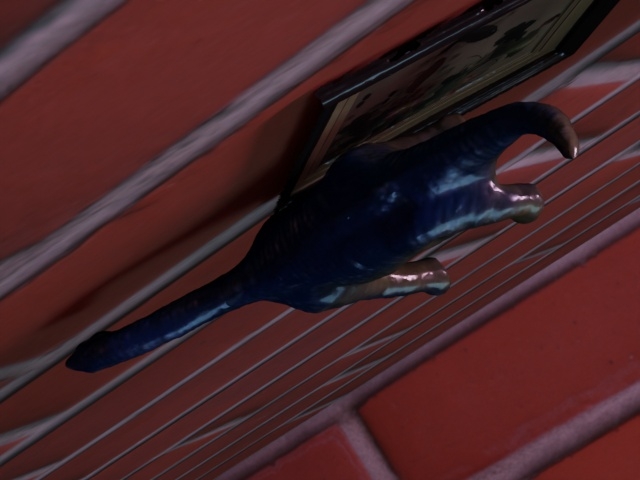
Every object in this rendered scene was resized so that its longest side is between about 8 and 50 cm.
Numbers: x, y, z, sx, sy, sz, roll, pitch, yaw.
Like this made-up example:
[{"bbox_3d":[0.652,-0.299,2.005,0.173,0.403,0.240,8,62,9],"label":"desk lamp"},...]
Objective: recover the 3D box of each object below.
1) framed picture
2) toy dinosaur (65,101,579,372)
[{"bbox_3d":[0.068,-0.080,0.901,0.199,0.010,0.195,-29,173,-15],"label":"framed picture"},{"bbox_3d":[0.000,0.000,0.881,0.188,0.075,0.248,-18,173,-28],"label":"toy dinosaur"}]
